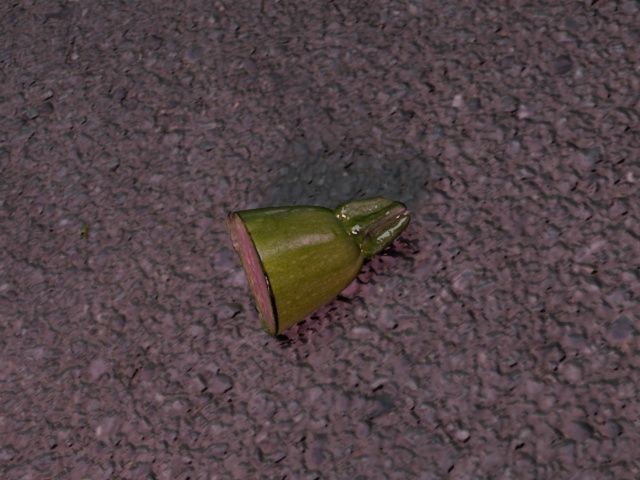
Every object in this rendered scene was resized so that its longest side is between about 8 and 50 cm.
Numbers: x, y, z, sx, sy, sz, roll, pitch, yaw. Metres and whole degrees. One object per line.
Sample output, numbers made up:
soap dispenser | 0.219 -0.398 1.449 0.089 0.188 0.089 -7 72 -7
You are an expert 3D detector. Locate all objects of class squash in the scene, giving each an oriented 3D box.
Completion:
squash | 0.005 0.006 0.998 0.132 0.105 0.105 -20 52 -13
